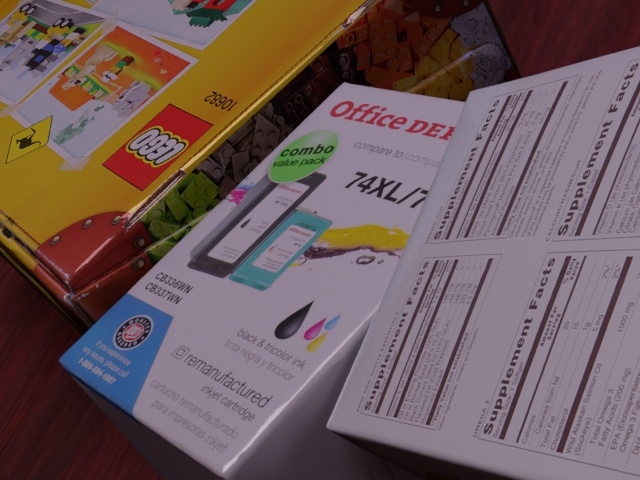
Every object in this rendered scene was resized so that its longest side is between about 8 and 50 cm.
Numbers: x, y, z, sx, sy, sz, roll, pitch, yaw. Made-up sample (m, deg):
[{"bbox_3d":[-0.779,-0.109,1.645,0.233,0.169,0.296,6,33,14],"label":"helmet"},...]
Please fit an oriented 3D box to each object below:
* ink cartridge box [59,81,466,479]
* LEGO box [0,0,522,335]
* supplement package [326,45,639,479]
[{"bbox_3d":[0.029,0.068,0.713,0.270,0.197,0.198,-46,35,-19],"label":"ink cartridge box"},{"bbox_3d":[-0.127,-0.106,0.996,0.372,0.193,0.500,-44,38,-13],"label":"LEGO box"},{"bbox_3d":[0.173,0.046,0.501,0.262,0.199,0.198,-4,59,65],"label":"supplement package"}]
